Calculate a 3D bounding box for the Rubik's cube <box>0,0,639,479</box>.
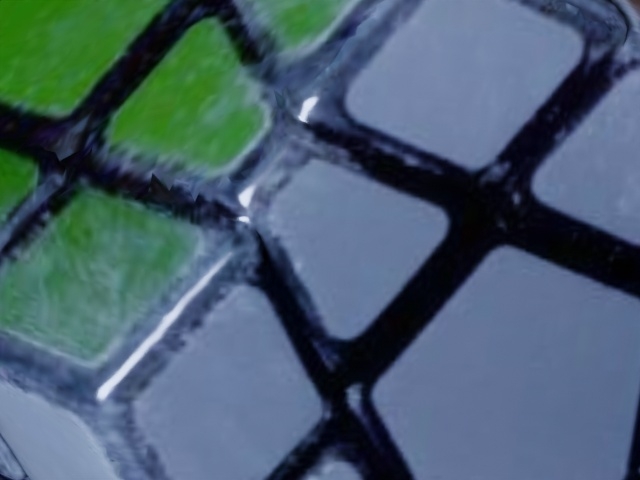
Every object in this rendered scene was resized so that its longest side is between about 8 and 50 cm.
[{"bbox_3d":[0.000,0.000,0.506,0.264,0.319,0.319,10,68,5],"label":"Rubik's cube"}]
